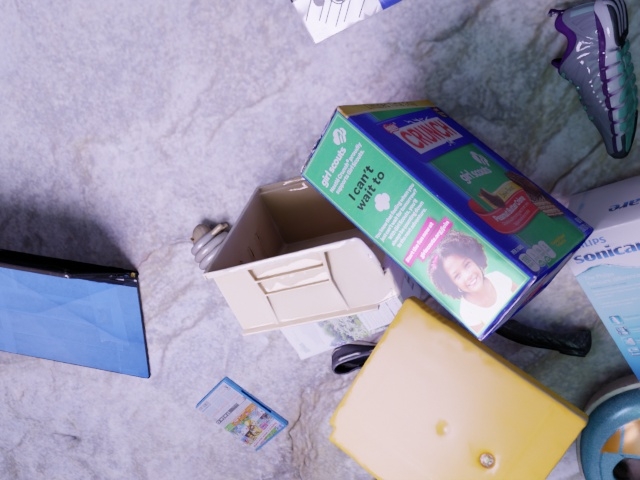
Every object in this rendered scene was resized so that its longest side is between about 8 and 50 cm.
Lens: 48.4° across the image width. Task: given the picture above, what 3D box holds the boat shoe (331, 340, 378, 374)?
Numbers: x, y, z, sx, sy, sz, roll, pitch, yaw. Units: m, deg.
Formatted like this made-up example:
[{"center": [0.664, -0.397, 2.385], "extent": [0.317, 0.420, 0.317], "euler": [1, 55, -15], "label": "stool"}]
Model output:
[{"center": [0.119, 0.226, 1.312], "extent": [0.206, 0.065, 0.075], "euler": [0, 120, 15], "label": "boat shoe"}]

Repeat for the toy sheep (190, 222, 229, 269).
[{"center": [-0.178, 0.025, 1.259], "extent": [0.132, 0.091, 0.091], "euler": [50, 122, 5], "label": "toy sheep"}]

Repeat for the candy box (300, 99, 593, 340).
[{"center": [0.174, -0.050, 0.950], "extent": [0.317, 0.268, 0.122], "euler": [42, 121, 18], "label": "candy box"}]

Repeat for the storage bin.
[{"center": [0.000, 0.000, 1.089], "extent": [0.260, 0.262, 0.123], "euler": [-14, 117, 22], "label": "storage bin"}]

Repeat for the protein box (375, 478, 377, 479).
[{"center": [0.206, 0.344, 1.278], "extent": [0.200, 0.201, 0.136], "euler": [-12, 116, 21], "label": "protein box"}]

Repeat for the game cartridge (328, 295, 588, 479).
[{"center": [0.201, 0.292, 1.126], "extent": [0.324, 0.053, 0.285], "euler": [36, 105, 18], "label": "game cartridge"}]

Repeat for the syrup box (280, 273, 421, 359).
[{"center": [0.047, 0.115, 1.245], "extent": [0.237, 0.096, 0.093], "euler": [-24, 111, 27], "label": "syrup box"}]

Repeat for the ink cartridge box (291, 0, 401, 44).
[{"center": [0.060, -0.362, 0.983], "extent": [0.207, 0.046, 0.097], "euler": [-21, 114, 25], "label": "ink cartridge box"}]

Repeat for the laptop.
[{"center": [-0.561, 0.143, 1.352], "extent": [0.382, 0.408, 0.236], "euler": [8, 88, 10], "label": "laptop"}]

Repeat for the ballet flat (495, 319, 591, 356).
[{"center": [0.376, 0.159, 1.223], "extent": [0.173, 0.049, 0.057], "euler": [14, 166, 8], "label": "ballet flat"}]

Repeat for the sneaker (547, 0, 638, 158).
[{"center": [0.375, -0.219, 0.981], "extent": [0.098, 0.083, 0.223], "euler": [3, 119, 38], "label": "sneaker"}]

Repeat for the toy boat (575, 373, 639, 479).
[{"center": [0.604, 0.354, 1.210], "extent": [0.318, 0.148, 0.267], "euler": [0, 120, 16], "label": "toy boat"}]

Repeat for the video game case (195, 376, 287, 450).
[{"center": [-0.167, 0.369, 1.506], "extent": [0.166, 0.015, 0.119], "euler": [38, 122, -9], "label": "video game case"}]

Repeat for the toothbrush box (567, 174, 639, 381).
[{"center": [0.514, 0.051, 1.033], "extent": [0.216, 0.126, 0.295], "euler": [-20, 115, 44], "label": "toothbrush box"}]
